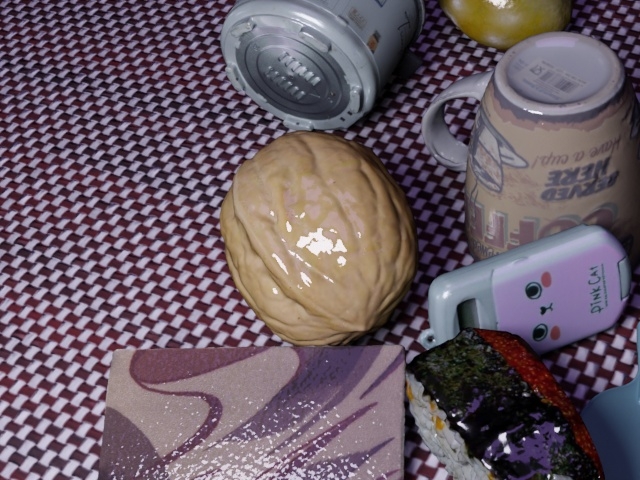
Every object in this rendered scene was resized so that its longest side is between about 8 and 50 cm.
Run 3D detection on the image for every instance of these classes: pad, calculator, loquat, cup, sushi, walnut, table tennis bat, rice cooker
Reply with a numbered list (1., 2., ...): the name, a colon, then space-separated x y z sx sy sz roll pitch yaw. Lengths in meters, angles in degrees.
1. pad: -0.074 0.214 1.229 0.330 0.004 0.220 -2 66 9
2. calculator: 0.221 0.068 1.266 0.246 0.141 0.045 -18 34 -7
3. loquat: 0.258 -0.338 1.623 0.195 0.152 0.152 -2 48 19
4. cup: 0.243 -0.118 1.353 0.301 0.257 0.227 29 56 32
5. sushi: 0.179 0.192 1.164 0.126 0.136 0.225 -20 48 -10
6. walnut: 0.000 0.000 1.318 0.225 0.225 0.261 -21 57 -9
7. table tennis bat: 0.340 0.181 1.215 0.149 0.038 0.237 6 54 13
8. rice cooker: 0.005 -0.289 1.559 0.280 0.241 0.227 33 59 -9
